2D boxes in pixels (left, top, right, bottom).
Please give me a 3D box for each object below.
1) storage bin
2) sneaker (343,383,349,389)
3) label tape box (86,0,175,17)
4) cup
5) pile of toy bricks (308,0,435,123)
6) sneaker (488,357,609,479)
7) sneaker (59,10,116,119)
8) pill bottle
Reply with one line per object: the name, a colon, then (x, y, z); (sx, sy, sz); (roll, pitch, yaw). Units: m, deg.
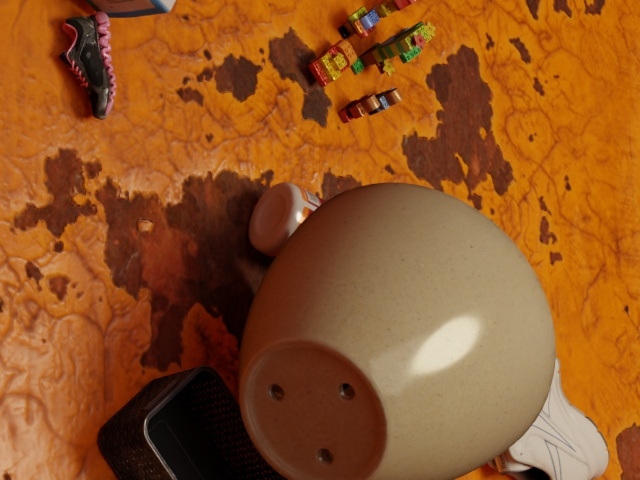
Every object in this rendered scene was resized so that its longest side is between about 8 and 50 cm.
storage bin: (-0.129, 0.234, 1.925); (0.122, 0.084, 0.180); (-43, 108, -41)
sneaker: (0.038, 0.132, 2.104); (0.074, 0.063, 0.170); (-19, 113, -40)
label tape box: (-0.199, -0.448, 1.975); (0.249, 0.115, 0.348); (45, 60, -40)
cup: (0.045, 0.134, 1.914); (0.237, 0.331, 0.331); (-36, 102, -55)
pile of toy bricks: (0.090, -0.234, 2.251); (0.212, 0.105, 0.118); (-43, 107, -41)
sneaker: (0.239, 0.206, 2.255); (0.297, 0.111, 0.129); (54, 54, -15)
sneaker: (-0.249, -0.185, 1.979); (0.057, 0.047, 0.119); (-3, 77, -23)
pill bottle: (0.000, 0.000, 2.111); (0.152, 0.086, 0.086); (28, 60, -33)
